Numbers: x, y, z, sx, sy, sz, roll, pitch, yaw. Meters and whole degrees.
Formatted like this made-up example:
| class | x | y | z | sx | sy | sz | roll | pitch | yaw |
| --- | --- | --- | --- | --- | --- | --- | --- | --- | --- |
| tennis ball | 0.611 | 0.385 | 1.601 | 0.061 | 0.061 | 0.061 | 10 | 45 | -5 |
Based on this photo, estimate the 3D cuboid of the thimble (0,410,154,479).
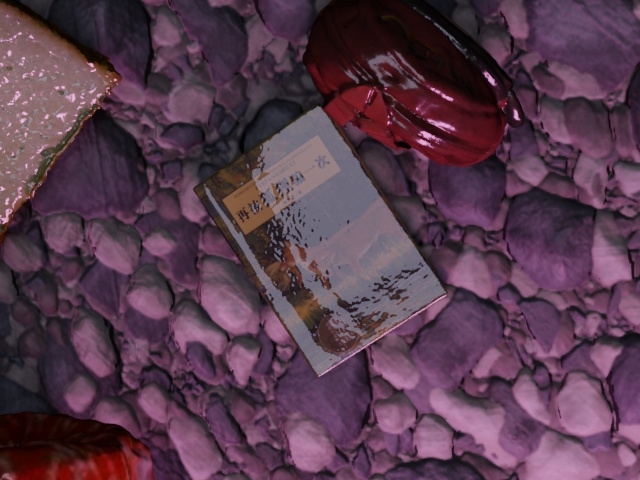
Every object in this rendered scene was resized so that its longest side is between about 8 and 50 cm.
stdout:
| class | x | y | z | sx | sy | sz | roll | pitch | yaw |
| --- | --- | --- | --- | --- | --- | --- | --- | --- | --- |
| thimble | -0.326 | 0.288 | 1.586 | 0.350 | 0.350 | 0.230 | -2 | 93 | 8 |

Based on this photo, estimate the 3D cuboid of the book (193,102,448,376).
| class | x | y | z | sx | sy | sz | roll | pitch | yaw |
| --- | --- | --- | --- | --- | --- | --- | --- | --- | --- |
| book | 0.000 | 0.000 | 1.663 | 0.160 | 0.024 | 0.228 | -33 | 91 | 12 |

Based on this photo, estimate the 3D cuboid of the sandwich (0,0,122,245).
| class | x | y | z | sx | sy | sz | roll | pitch | yaw |
| --- | --- | --- | --- | --- | --- | --- | --- | --- | --- |
| sandwich | -0.353 | -0.124 | 1.644 | 0.226 | 0.087 | 0.251 | 31 | 100 | -25 |

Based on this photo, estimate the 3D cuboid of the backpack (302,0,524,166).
| class | x | y | z | sx | sy | sz | roll | pitch | yaw |
| --- | --- | --- | --- | --- | --- | --- | --- | --- | --- |
| backpack | 0.075 | -0.148 | 1.540 | 0.229 | 0.229 | 0.139 | 40 | 103 | 3 |
